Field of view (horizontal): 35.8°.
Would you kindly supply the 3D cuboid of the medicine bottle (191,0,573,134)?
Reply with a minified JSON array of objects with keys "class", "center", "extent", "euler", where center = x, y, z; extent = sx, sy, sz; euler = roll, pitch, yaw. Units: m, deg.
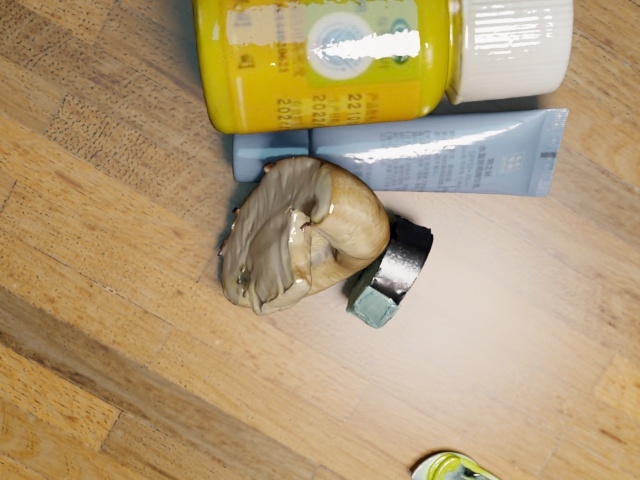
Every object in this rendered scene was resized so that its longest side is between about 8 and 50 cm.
[{"class":"medicine bottle","center":[0.061,-0.238,1.078],"extent":[0.384,0.224,0.224],"euler":[-4,98,-1]}]

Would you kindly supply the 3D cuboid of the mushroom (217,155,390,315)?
[{"class":"mushroom","center":[0.000,0.000,1.117],"extent":[0.151,0.286,0.156],"euler":[6,66,-27]}]

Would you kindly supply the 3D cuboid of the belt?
[{"class":"belt","center":[0.084,0.039,1.177],"extent":[0.058,0.105,0.140],"euler":[29,106,-6]}]

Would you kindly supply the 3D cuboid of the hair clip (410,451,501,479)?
[{"class":"hair clip","center":[0.207,0.321,1.253],"extent":[0.188,0.033,0.060],"euler":[30,94,-3]}]

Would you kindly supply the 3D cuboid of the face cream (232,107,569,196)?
[{"class":"face cream","center":[0.090,-0.102,1.166],"extent":[0.385,0.086,0.135],"euler":[0,135,-2]}]
